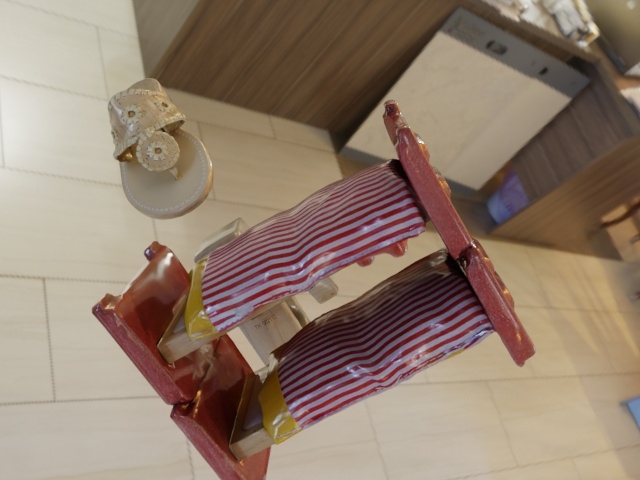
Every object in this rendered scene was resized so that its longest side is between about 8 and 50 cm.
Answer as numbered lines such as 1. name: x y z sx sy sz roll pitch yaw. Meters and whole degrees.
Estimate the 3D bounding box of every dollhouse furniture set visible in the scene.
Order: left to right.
1. dollhouse furniture set: 0.000 0.000 0.542 0.152 0.201 0.374 58 9 -14

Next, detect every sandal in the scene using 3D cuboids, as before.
1. sandal: -0.174 -0.111 0.657 0.079 0.088 0.240 55 2 -41
